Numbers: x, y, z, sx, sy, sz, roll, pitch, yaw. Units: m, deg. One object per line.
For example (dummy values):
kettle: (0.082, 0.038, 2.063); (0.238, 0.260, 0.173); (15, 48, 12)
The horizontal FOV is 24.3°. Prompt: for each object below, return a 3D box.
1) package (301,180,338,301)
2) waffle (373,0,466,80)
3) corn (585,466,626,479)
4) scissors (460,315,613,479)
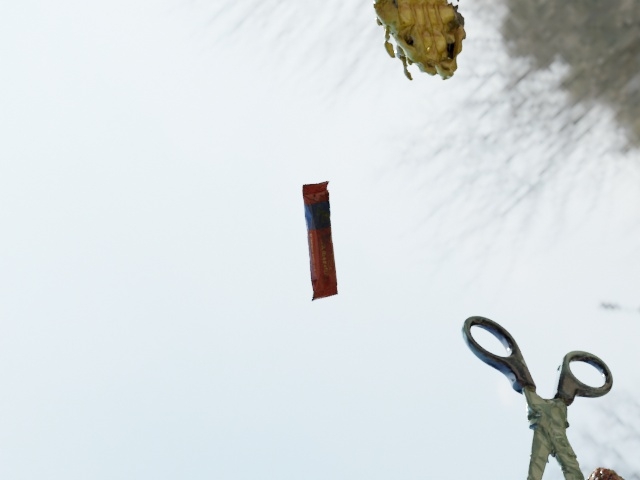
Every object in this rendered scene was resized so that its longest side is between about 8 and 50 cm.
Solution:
package: (0.000, 0.000, 2.527); (0.083, 0.022, 0.200); (-14, -79, -59)
waffle: (0.125, -0.365, 2.090); (0.280, 0.060, 0.262); (43, -137, -39)
corn: (0.425, 0.474, 2.376); (0.079, 0.237, 0.079); (27, 163, 9)
scissors: (0.324, 0.256, 2.156); (0.256, 0.029, 0.383); (20, -147, -9)
